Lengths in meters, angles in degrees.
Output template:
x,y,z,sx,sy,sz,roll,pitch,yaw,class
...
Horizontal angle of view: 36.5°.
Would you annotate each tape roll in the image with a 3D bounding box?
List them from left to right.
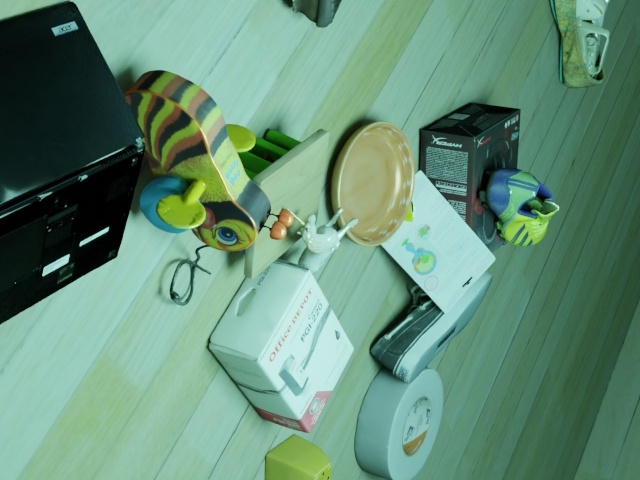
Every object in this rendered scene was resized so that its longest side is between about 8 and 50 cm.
x,y,z,sx,sy,sz,roll,pitch,yaw,class
0.149,0.335,1.799,0.219,0.072,0.219,-28,124,-51,tape roll

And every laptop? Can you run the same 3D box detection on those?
x,y,z,sx,sy,sz,roll,pitch,yaw,class
-0.303,-0.066,0.963,0.234,0.136,0.264,-35,156,-48,laptop

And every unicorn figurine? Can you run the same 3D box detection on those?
x,y,z,sx,sy,sz,roll,pitch,yaw,class
0.000,0.000,1.343,0.111,0.060,0.162,-44,155,-41,unicorn figurine

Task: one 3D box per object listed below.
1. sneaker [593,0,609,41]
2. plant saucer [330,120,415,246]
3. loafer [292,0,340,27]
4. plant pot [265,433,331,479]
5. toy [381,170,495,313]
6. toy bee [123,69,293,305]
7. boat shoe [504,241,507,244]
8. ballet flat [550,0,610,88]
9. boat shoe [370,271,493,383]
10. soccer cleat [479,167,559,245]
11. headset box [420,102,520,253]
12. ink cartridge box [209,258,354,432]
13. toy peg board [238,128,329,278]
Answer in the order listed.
x,y,z,sx,sy,sz,roll,pitch,yaw,class
0.642,-0.546,2.292,0.094,0.080,0.212,-45,145,-59,sneaker
0.079,-0.090,1.536,0.200,0.037,0.200,-16,112,-47,plant saucer
-0.026,-0.415,1.186,0.366,0.130,0.134,82,27,-58,loafer
-0.029,0.363,1.504,0.081,0.083,0.081,-23,121,-53,plant pot
0.187,0.001,1.689,0.137,0.056,0.237,-47,120,-6,toy
-0.114,-0.059,1.125,0.298,0.162,0.195,66,32,-54,toy bee
0.378,-0.072,2.020,0.080,0.073,0.223,-51,140,-37,boat shoe
0.587,-0.487,2.168,0.123,0.123,0.348,-55,143,-32,ballet flat
0.206,0.137,1.785,0.306,0.105,0.113,-43,156,-32,boat shoe
0.381,-0.049,1.769,0.289,0.121,0.093,37,69,-58,soccer cleat
0.279,-0.088,1.815,0.218,0.110,0.293,-31,127,-51,headset box
-0.050,0.151,1.384,0.158,0.092,0.218,-60,144,-26,ink cartridge box
-0.071,-0.063,1.304,0.161,0.079,0.161,-41,150,-44,toy peg board
